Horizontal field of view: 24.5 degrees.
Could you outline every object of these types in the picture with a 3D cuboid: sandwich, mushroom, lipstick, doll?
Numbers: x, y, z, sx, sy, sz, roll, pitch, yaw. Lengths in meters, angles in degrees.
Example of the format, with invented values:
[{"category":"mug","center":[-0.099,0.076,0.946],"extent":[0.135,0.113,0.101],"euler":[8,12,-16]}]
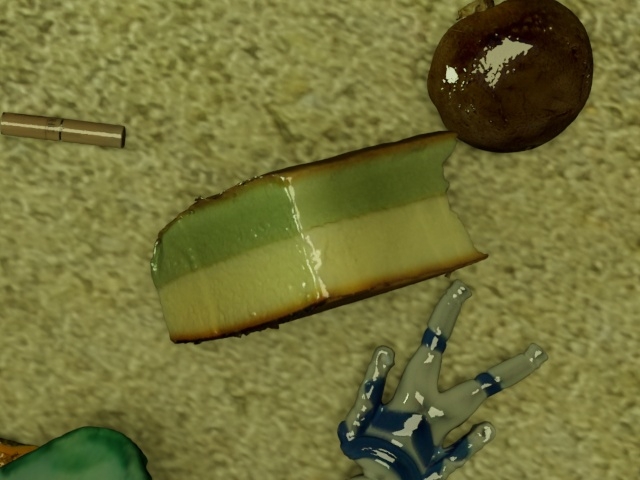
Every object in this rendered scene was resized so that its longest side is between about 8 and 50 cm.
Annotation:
[{"category":"sandwich","center":[0.000,0.000,1.088],"extent":[0.186,0.220,0.108],"euler":[-15,88,-36]},{"category":"mushroom","center":[0.145,-0.123,1.103],"extent":[0.127,0.087,0.127],"euler":[-2,113,-6]},{"category":"lipstick","center":[-0.196,-0.084,1.125],"extent":[0.094,0.019,0.019],"euler":[6,91,0]},{"category":"doll","center":[0.064,0.143,1.112],"extent":[0.114,0.057,0.227],"euler":[40,81,-7]}]

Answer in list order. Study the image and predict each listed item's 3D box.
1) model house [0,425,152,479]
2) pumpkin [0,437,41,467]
[{"category":"model house","center":[-0.181,0.324,1.062],"extent":[0.280,0.230,0.249],"euler":[-29,132,3]},{"category":"pumpkin","center":[-0.242,0.175,1.123],"extent":[0.083,0.028,0.050],"euler":[13,89,-9]}]
